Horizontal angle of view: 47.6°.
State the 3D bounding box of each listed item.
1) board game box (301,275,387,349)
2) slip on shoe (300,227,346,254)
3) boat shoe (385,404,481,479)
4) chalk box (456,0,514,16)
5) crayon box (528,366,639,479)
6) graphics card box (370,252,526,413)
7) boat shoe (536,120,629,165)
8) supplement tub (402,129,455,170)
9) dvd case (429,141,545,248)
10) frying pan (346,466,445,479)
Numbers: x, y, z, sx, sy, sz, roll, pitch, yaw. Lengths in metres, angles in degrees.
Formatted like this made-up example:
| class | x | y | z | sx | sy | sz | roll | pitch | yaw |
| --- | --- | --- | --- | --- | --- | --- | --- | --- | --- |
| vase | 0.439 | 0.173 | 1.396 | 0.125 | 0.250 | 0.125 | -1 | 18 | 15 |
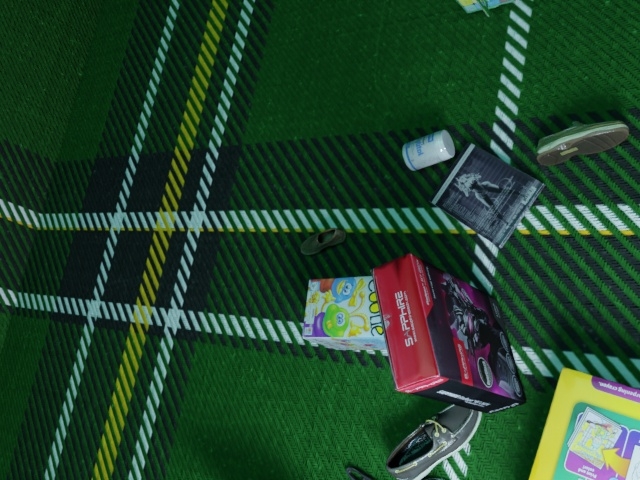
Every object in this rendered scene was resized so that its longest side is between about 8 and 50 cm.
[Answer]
| class | x | y | z | sx | sy | sz | roll | pitch | yaw |
| --- | --- | --- | --- | --- | --- | --- | --- | --- | --- |
| board game box | 0.116 | 0.163 | 1.623 | 0.275 | 0.144 | 0.142 | -5 | 69 | 36 |
| slip on shoe | 0.000 | 0.000 | 1.842 | 0.135 | 0.041 | 0.051 | -16 | 64 | 32 |
| boat shoe | 0.230 | 0.403 | 1.475 | 0.228 | 0.068 | 0.081 | -45 | 39 | 4 |
| chalk box | 0.384 | -0.637 | 1.733 | 0.132 | 0.132 | 0.213 | -3 | 70 | 36 |
| crayon box | 0.546 | 0.417 | 1.209 | 0.363 | 0.106 | 0.313 | 14 | 83 | 36 |
| graphics card box | 0.248 | 0.186 | 1.363 | 0.094 | 0.371 | 0.233 | -26 | 57 | 28 |
| boat shoe | 0.536 | -0.218 | 1.501 | 0.190 | 0.068 | 0.072 | -14 | 53 | 33 |
| supplement tub | 0.253 | -0.212 | 1.710 | 0.107 | 0.071 | 0.071 | -19 | 62 | 32 |
| dvd case | 0.365 | -0.105 | 1.617 | 0.221 | 0.018 | 0.164 | 39 | 99 | 39 |
| frying pan | 0.191 | 0.538 | 1.488 | 0.197 | 0.053 | 0.326 | -47 | 54 | 11 |
